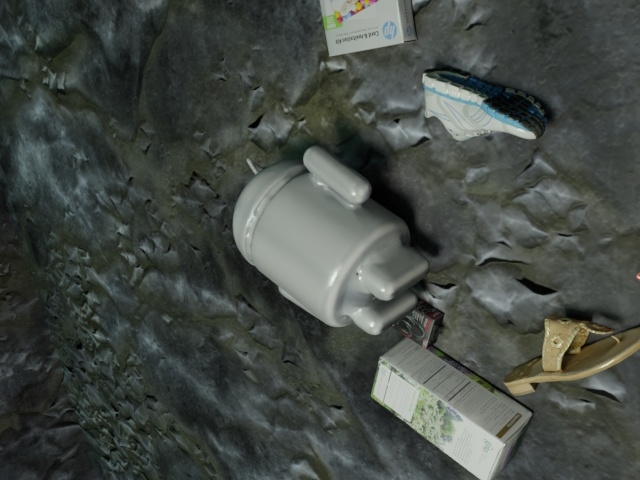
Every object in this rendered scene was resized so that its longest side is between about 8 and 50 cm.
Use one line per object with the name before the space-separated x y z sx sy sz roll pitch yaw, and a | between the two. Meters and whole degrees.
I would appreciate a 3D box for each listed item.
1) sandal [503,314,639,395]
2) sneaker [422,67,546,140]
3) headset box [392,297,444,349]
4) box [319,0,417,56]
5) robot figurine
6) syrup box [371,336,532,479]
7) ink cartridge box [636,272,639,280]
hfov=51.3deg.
sandal | 0.320 0.141 0.901 0.079 0.088 0.240 53 141 4
sneaker | 0.214 -0.165 0.889 0.191 0.071 0.082 36 137 39
headset box | 0.162 0.133 1.095 0.083 0.032 0.062 33 128 32
box | 0.059 -0.370 0.961 0.145 0.038 0.186 5 113 44
robot figurine | 0.000 0.000 1.069 0.353 0.200 0.299 36 129 27
syrup box | 0.204 0.262 1.065 0.237 0.096 0.093 31 130 31
ink cartridge box | 0.462 0.038 0.747 0.145 0.045 0.179 46 132 20
